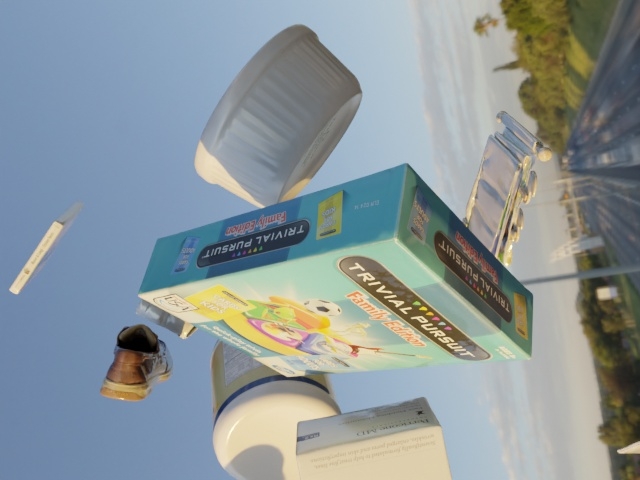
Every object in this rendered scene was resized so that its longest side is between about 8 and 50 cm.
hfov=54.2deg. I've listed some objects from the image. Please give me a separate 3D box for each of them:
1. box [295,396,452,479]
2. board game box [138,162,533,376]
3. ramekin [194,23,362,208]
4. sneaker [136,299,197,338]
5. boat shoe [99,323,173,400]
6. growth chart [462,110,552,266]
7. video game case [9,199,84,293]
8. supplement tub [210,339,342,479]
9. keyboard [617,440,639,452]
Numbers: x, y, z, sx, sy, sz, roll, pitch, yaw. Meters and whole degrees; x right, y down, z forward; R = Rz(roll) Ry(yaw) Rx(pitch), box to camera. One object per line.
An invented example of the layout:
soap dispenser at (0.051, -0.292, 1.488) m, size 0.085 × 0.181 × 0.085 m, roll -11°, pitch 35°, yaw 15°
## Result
box at (0.073, 0.314, 0.787) m, size 0.119 × 0.181 × 0.181 m, roll -109°, pitch 8°, yaw -86°
board game box at (0.013, 0.059, 0.667) m, size 0.254 × 0.336 × 0.079 m, roll 38°, pitch -128°, yaw -38°
ramekin at (-0.050, -0.165, 0.914) m, size 0.127 × 0.273 × 0.273 m, roll 37°, pitch -156°, yaw 5°
sneaker at (-0.307, 0.112, 1.580) m, size 0.292 × 0.169 × 0.108 m, roll -57°, pitch -5°, yaw -28°
boat shoe at (-0.386, 0.242, 1.354) m, size 0.342 × 0.123 × 0.123 m, roll -118°, pitch 37°, yaw -88°
growth chart at (0.231, -0.047, 0.817) m, size 0.172 × 0.021 × 0.237 m, roll -99°, pitch 14°, yaw -52°
video game case at (-0.466, 0.007, 1.074) m, size 0.019 × 0.143 × 0.157 m, roll 35°, pitch -171°, yaw -16°
supplement tub at (-0.092, 0.278, 1.187) m, size 0.316 × 0.228 × 0.228 m, roll -112°, pitch -1°, yaw -62°
keyboard at (0.589, 0.324, 0.983) m, size 0.072 × 0.256 × 0.014 m, roll 128°, pitch 144°, yaw -55°
